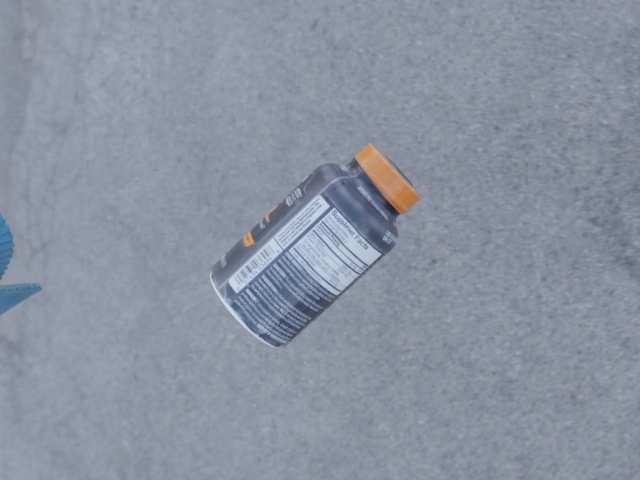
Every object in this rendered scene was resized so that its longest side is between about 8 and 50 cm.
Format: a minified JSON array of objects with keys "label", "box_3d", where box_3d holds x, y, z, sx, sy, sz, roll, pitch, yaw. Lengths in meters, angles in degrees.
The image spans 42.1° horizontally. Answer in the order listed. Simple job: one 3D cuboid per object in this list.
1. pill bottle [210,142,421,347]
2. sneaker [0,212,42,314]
[{"label":"pill bottle","box_3d":[0.000,0.000,0.965,0.245,0.130,0.130,-43,64,8]},{"label":"sneaker","box_3d":[-0.165,-0.004,0.299,0.092,0.087,0.228,54,163,-2]}]
